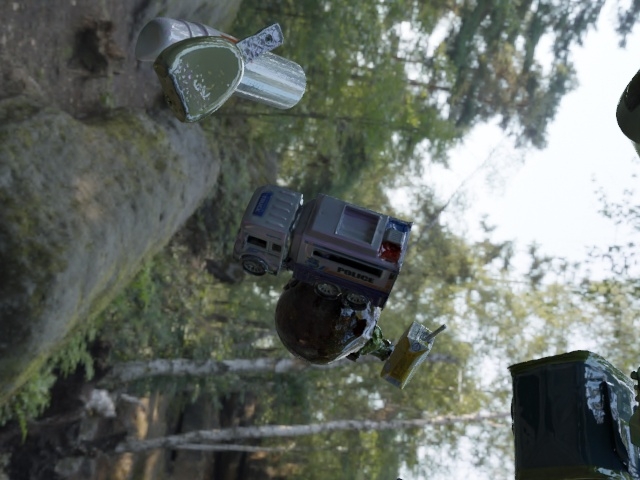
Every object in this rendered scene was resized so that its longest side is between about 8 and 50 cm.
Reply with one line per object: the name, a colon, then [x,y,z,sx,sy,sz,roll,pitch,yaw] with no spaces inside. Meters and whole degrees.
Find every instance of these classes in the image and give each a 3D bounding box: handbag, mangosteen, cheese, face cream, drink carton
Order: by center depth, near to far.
cheese: [-0.117,-0.225,0.870,0.192,0.037,0.097,-38,126,-31]
face cream: [-0.169,-0.315,1.232,0.346,0.102,0.102,6,90,-54]
handbag: [0.485,0.363,1.298,0.222,0.263,0.241,-23,-131,40]
mangosteen: [0.045,0.171,1.438,0.231,0.289,0.231,-46,-164,17]
drink carton: [0.211,0.246,1.577,0.084,0.074,0.200,-47,166,-56]

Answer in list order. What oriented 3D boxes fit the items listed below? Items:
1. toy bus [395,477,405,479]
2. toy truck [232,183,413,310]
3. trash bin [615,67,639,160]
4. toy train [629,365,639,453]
toy bus: [0.216,0.633,1.642,0.047,0.065,0.166,-42,127,-26]
toy truck: [0.000,0.000,1.110,0.155,0.268,0.124,106,3,-56]
trash bin: [0.701,-0.152,1.186,0.432,0.280,0.280,50,24,-30]
toy train: [0.567,0.282,1.127,0.125,0.081,0.194,15,-52,50]
